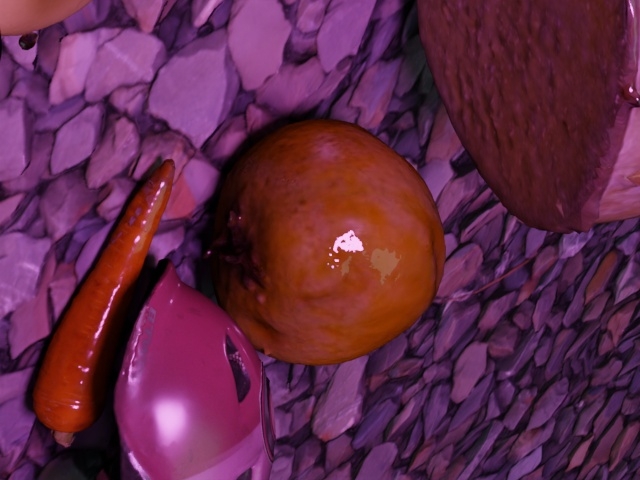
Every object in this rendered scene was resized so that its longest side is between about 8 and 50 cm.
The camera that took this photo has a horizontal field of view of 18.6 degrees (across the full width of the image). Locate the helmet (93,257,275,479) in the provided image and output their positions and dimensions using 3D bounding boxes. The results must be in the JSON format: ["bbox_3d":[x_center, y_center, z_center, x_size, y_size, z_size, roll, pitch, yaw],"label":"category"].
[{"bbox_3d":[-0.107,0.159,1.598,0.198,0.154,0.253,-87,-160,-77],"label":"helmet"}]

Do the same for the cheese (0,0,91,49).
[{"bbox_3d":[-0.159,-0.263,1.215,0.259,0.128,0.316,5,117,-59],"label":"cheese"}]

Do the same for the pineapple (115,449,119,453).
[{"bbox_3d":[-0.166,0.234,1.760,0.074,0.074,0.159,-12,135,-50],"label":"pineapple"}]

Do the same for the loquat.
[{"bbox_3d":[-0.002,0.001,1.648,0.213,0.213,0.213,-36,145,-30],"label":"loquat"}]

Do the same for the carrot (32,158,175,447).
[{"bbox_3d":[-0.175,0.049,1.576,0.061,0.061,0.256,3,111,-56],"label":"carrot"}]

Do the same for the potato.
[{"bbox_3d":[0.275,-0.248,1.515,0.319,0.385,0.442,-16,130,-17],"label":"potato"}]
